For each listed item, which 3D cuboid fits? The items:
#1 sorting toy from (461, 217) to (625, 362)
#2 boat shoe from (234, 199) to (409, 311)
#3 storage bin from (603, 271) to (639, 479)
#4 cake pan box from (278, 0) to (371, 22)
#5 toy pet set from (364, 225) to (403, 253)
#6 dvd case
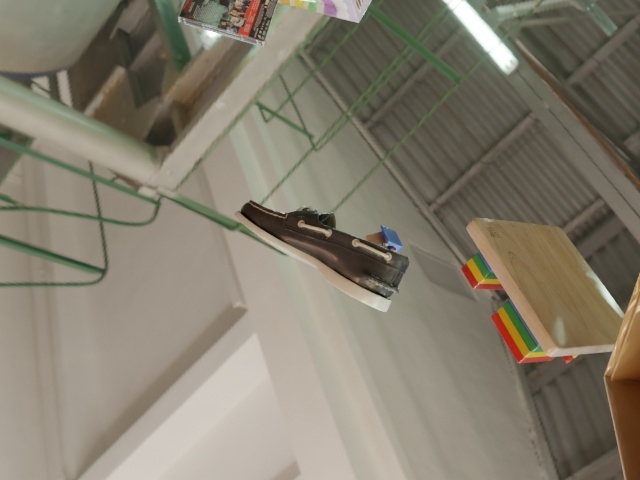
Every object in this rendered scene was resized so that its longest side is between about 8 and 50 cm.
[{"bbox_3d":[0.374,0.094,1.223,0.089,0.256,0.257,-52,-130,35],"label":"sorting toy"},{"bbox_3d":[0.000,0.000,1.104,0.303,0.114,0.091,30,-89,24],"label":"boat shoe"},{"bbox_3d":[0.482,0.198,0.951,0.123,0.260,0.262,5,-142,8],"label":"storage bin"},{"bbox_3d":[-0.058,-0.464,1.111,0.246,0.267,0.070,20,-105,21],"label":"cake pan box"},{"bbox_3d":[0.131,0.038,1.370,0.065,0.122,0.114,-15,-129,-6],"label":"toy pet set"},{"bbox_3d":[-0.125,-0.317,0.997,0.013,0.120,0.087,115,-11,-59],"label":"dvd case"}]
